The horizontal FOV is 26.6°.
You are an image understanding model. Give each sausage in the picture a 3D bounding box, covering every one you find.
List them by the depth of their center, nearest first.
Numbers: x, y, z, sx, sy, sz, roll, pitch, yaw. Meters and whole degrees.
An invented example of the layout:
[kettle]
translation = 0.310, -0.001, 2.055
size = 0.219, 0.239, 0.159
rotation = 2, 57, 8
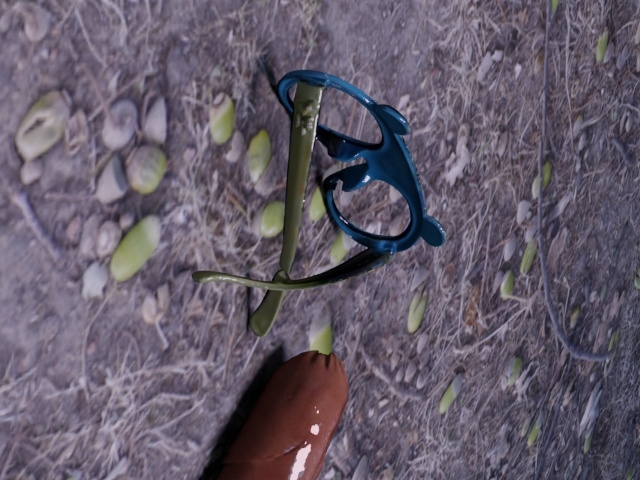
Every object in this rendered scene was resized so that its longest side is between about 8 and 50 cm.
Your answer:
[sausage]
translation = -0.091, 0.281, 1.119
size = 0.433, 0.088, 0.088
rotation = -60, 149, -18

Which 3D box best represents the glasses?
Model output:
[glasses]
translation = -0.020, -0.022, 1.095
size = 0.207, 0.102, 0.239
rotation = -33, 142, -10
